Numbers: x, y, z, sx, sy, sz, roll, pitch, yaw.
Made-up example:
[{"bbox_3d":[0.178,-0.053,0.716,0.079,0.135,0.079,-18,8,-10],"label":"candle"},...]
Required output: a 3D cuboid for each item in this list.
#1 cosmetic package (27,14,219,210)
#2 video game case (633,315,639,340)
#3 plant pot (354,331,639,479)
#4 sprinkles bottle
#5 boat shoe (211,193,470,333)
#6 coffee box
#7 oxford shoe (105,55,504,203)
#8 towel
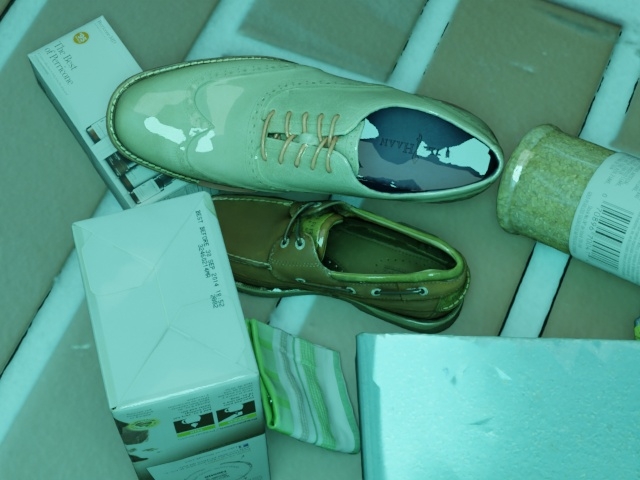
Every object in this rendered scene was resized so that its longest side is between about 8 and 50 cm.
[{"bbox_3d":[-0.213,-0.127,1.330,0.099,0.060,0.239,-31,66,-15],"label":"cosmetic package"},{"bbox_3d":[0.397,0.184,1.130,0.232,0.042,0.210,15,59,-10],"label":"video game case"},{"bbox_3d":[0.148,0.218,1.052,0.247,0.247,0.252,2,80,2],"label":"plant pot"},{"bbox_3d":[0.344,-0.002,1.175,0.355,0.121,0.121,25,64,30],"label":"sprinkles bottle"},{"bbox_3d":[0.000,0.000,1.235,0.307,0.104,0.111,12,63,7],"label":"boat shoe"},{"bbox_3d":[-0.121,0.112,1.069,0.118,0.297,0.168,-14,62,-7],"label":"coffee box"},{"bbox_3d":[-0.011,-0.110,1.209,0.397,0.146,0.141,3,95,-6],"label":"oxford shoe"},{"bbox_3d":[-0.014,0.135,1.144,0.023,0.152,0.113,-29,61,19],"label":"towel"}]
